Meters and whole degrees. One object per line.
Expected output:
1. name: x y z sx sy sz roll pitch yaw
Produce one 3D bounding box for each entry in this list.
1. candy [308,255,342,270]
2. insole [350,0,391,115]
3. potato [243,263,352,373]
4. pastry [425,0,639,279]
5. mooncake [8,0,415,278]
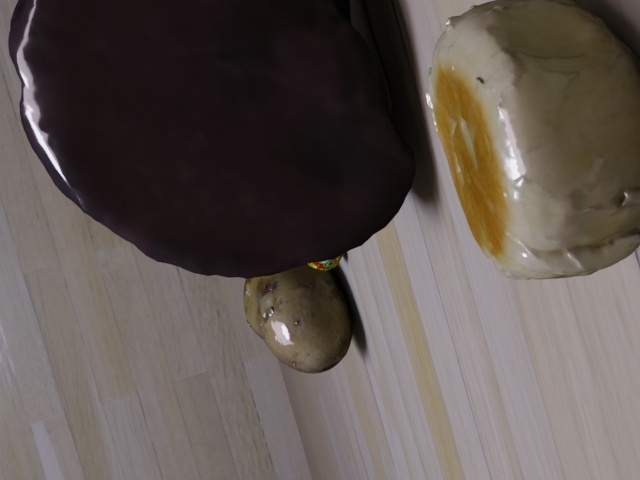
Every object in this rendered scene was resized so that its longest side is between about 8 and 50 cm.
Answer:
1. candy: 0.000 0.000 1.503 0.201 0.061 0.060 -108 4 -77
2. insole: 0.039 -0.216 0.982 0.065 0.004 0.197 125 128 -79
3. potato: -0.034 0.101 1.553 0.262 0.165 0.165 -136 31 -61
4. pastry: 0.116 -0.055 0.536 0.166 0.088 0.165 165 90 -82
5. mooncake: -0.102 -0.164 0.923 0.212 0.351 0.381 -111 19 -69
